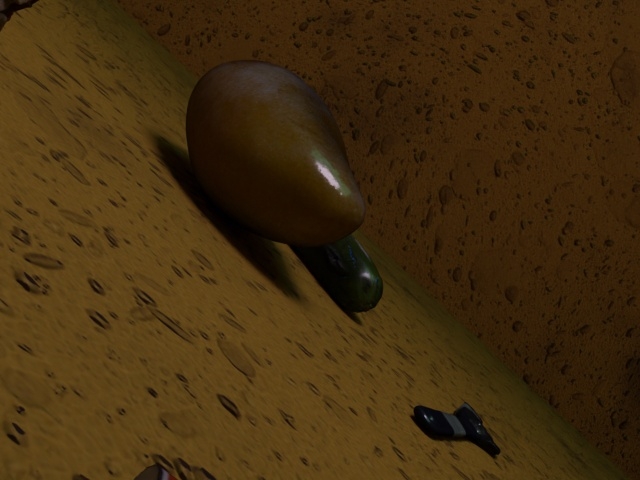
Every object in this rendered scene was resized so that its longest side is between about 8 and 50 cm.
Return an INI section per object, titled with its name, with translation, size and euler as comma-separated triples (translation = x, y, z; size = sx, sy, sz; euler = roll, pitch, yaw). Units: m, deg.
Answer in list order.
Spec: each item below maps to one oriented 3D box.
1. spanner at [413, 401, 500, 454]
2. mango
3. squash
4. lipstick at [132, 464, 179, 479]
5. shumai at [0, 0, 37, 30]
[spanner]
translation = 0.180, 0.244, 1.120
size = 0.087, 0.024, 0.316
euler = 52, 9, 24
[mango]
translation = -0.062, -0.110, 1.135
size = 0.221, 0.199, 0.384
euler = 37, 10, -42
[squash]
translation = 0.001, 0.001, 1.348
size = 0.087, 0.087, 0.331
euler = 38, 6, -43
[lipstick]
translation = -0.029, 0.145, 0.355
size = 0.130, 0.038, 0.038
euler = 42, 6, -16
[shumai]
translation = -0.336, -0.260, 0.795
size = 0.209, 0.161, 0.153
euler = 14, -35, 18
